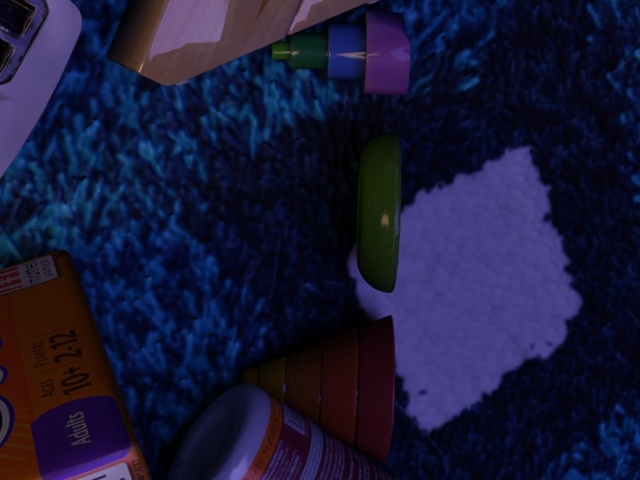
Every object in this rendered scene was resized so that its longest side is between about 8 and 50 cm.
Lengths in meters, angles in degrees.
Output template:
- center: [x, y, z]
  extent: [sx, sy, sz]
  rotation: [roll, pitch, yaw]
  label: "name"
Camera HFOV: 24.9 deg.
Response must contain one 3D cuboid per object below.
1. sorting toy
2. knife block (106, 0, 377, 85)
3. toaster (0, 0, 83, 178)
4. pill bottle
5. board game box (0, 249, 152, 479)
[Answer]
- center: [0.000, 0.000, 1.144]
  extent: [0.126, 0.127, 0.365]
  rotation: [1, 106, -1]
  label: "sorting toy"
- center: [-0.055, -0.270, 1.046]
  extent: [0.276, 0.088, 0.242]
  rotation: [-26, 111, -16]
  label: "knife block"
- center: [-0.265, -0.123, 0.977]
  extent: [0.186, 0.110, 0.168]
  rotation: [30, 91, -27]
  label: "toaster"
- center: [-0.003, 0.217, 1.141]
  extent: [0.221, 0.121, 0.121]
  rotation: [36, 87, -20]
  label: "pill bottle"
- center: [-0.257, 0.268, 0.919]
  extent: [0.356, 0.356, 0.356]
  rotation: [-19, 110, -10]
  label: "board game box"
